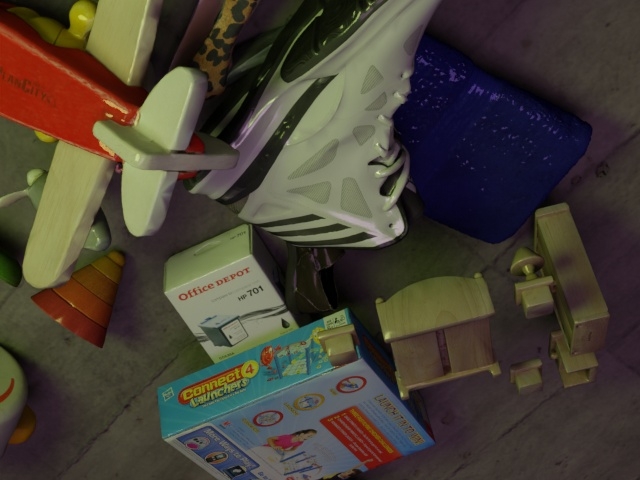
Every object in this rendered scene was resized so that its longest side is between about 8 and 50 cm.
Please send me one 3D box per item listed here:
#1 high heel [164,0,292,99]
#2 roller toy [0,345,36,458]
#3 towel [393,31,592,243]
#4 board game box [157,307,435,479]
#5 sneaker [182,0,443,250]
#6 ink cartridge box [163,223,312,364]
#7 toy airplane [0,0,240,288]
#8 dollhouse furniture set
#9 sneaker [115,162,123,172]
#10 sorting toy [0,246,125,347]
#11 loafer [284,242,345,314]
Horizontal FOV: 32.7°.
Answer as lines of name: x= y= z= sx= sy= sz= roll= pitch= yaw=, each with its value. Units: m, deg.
high heel: x=-0.150 y=-0.282 z=1.275 sx=0.186 sy=0.093 sz=0.261 roll=-26 pitch=130 yaw=6
roller toy: x=-0.520 y=0.234 z=1.538 sx=0.191 sy=0.209 sz=0.146 roll=37 pitch=120 yaw=16
towel: x=0.167 y=-0.135 z=1.411 sx=0.308 sy=0.076 sz=0.227 roll=25 pitch=125 yaw=-18
board game box: x=-0.028 y=0.256 z=1.584 sx=0.302 sy=0.086 sz=0.308 roll=-24 pitch=141 yaw=11
sneaker: x=0.063 y=-0.156 z=1.273 sx=0.257 sy=0.169 sz=0.447 roll=32 pitch=125 yaw=-22
ink cartridge box: x=-0.113 y=0.091 z=1.530 sx=0.140 sy=0.082 sz=0.190 roll=-24 pitch=124 yaw=12
toy airplane: x=-0.252 y=-0.171 z=1.240 sx=0.386 sy=0.272 sz=0.384 roll=-20 pitch=95 yaw=23
dollhouse furniture set: x=0.181 y=0.098 z=1.460 sx=0.356 sy=0.173 sz=0.303 roll=-14 pitch=148 yaw=2
sneaker: x=-0.245 y=-0.112 z=1.418 sx=0.119 sy=0.047 sz=0.057 roll=25 pitch=107 yaw=-19
sorting toy: x=-0.401 y=-0.007 z=1.460 sx=0.365 sy=0.127 sz=0.126 roll=40 pitch=83 yaw=-22
loafer: x=0.000 y=0.000 z=1.458 sx=0.078 sy=0.080 sz=0.220 roll=11 pitch=118 yaw=22
